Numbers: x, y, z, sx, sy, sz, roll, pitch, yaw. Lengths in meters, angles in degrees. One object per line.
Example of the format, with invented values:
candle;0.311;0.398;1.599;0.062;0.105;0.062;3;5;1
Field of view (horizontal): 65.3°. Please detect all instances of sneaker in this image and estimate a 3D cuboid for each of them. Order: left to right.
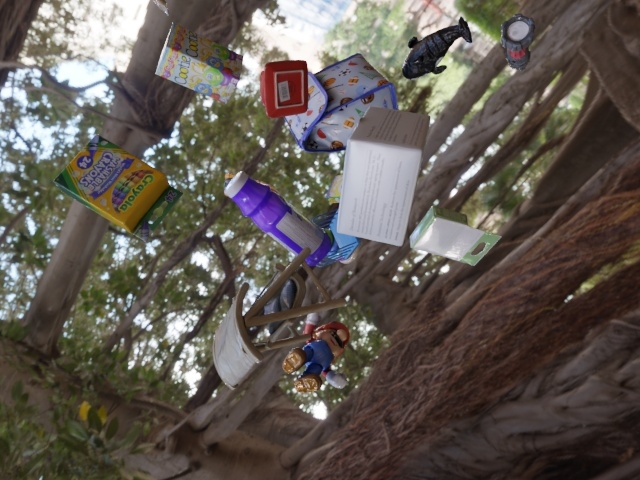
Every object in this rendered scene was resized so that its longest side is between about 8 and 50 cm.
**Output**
sneaker;-0.255;-0.182;1.845;0.215;0.083;0.084;14;172;0

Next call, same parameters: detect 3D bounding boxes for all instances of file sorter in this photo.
file sorter;0.028;-0.005;1.421;0.105;0.170;0.118;-21;-103;-15

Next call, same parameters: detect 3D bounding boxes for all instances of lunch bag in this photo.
lunch bag;0.057;-0.503;1.874;0.327;0.386;0.238;-114;-1;-48

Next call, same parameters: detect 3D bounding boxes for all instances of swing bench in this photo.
swing bench;-0.119;0.179;1.122;0.255;0.253;0.165;-28;-104;-34

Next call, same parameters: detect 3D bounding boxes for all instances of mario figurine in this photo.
mario figurine;0.016;0.324;1.517;0.170;0.197;0.320;5;-167;19

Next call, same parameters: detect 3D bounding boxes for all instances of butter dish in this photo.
butter dish;-0.126;-0.462;1.506;0.160;0.160;0.118;-20;-148;-36

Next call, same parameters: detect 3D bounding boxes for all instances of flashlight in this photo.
flashlight;0.643;-0.628;1.619;0.103;0.103;0.304;30;-169;20

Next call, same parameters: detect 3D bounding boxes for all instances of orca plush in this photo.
orca plush;0.354;-0.585;1.603;0.151;0.287;0.102;51;-122;-26

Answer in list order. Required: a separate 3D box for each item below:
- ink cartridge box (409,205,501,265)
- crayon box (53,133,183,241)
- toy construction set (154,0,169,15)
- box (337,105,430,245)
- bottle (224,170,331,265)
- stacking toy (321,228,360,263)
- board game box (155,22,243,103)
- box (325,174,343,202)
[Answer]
ink cartridge box;0.430;-0.012;1.609;0.235;0.171;0.056;14;-130;-11
crayon box;-0.625;-0.167;1.557;0.323;0.083;0.203;30;-110;6
toy construction set;-0.316;-0.661;1.151;0.258;0.309;0.237;-23;-108;-40
box;0.113;-0.118;0.878;0.119;0.181;0.181;13;-146;10
bottle;-0.101;-0.054;1.205;0.283;0.092;0.118;39;-173;-20
stacking toy;0.000;0.000;1.998;0.331;0.141;0.141;14;-144;-37
board game box;-0.446;-0.653;1.857;0.276;0.144;0.142;18;-127;-25
box;0.106;-0.190;1.804;0.043;0.179;0.105;40;-115;-36
